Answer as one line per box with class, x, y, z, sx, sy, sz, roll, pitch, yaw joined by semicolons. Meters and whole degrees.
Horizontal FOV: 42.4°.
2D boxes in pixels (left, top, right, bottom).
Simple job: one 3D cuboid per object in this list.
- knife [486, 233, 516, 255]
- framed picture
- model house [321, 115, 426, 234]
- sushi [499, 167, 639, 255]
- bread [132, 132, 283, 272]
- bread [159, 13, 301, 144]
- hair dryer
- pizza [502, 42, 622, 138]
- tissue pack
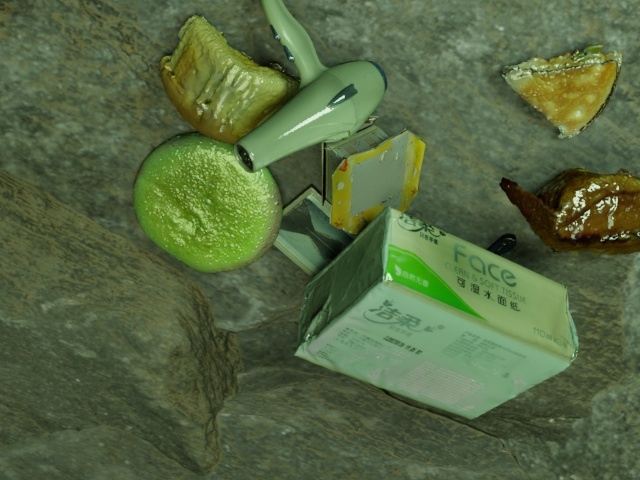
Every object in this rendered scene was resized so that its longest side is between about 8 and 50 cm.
knife;0.334;0.030;1.611;0.031;0.018;0.121;35;121;-14
framed picture;0.000;0.000;1.622;0.150;0.015;0.203;-38;113;24
model house;0.064;-0.127;1.490;0.207;0.136;0.219;-28;142;-23
sushi;0.481;-0.048;1.477;0.297;0.179;0.166;-8;99;-8
bread;-0.213;-0.065;1.575;0.302;0.045;0.301;3;120;5
bread;-0.158;-0.248;1.406;0.252;0.133;0.174;33;118;-15
hair dryer;-0.063;-0.244;1.329;0.298;0.295;0.119;39;155;-14
pizza;0.396;-0.265;1.395;0.195;0.052;0.185;13;130;-9
tissue pack;0.205;0.146;1.532;0.405;0.205;0.332;24;138;-18
